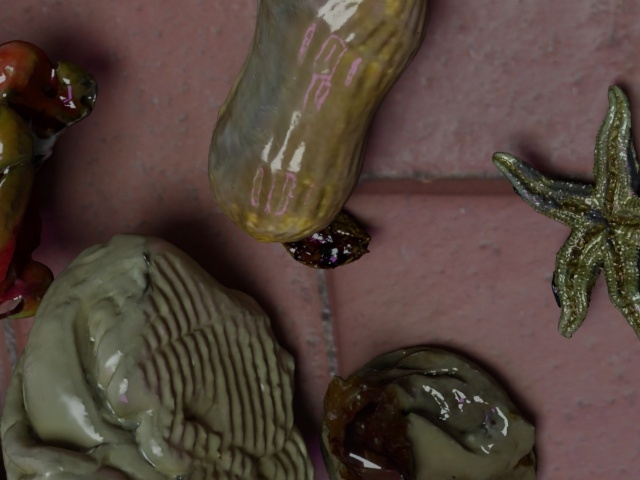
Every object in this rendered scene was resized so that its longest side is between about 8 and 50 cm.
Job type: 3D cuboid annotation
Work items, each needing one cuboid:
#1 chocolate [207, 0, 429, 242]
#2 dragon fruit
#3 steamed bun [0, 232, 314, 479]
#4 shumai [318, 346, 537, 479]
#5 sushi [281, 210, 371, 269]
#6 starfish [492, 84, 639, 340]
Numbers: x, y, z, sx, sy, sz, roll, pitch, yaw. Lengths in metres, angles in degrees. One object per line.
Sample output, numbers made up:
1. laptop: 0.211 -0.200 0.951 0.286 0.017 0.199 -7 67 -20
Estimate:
1. chocolate: -0.003 -0.133 1.360 0.134 0.134 0.309 31 121 8
2. dragon fruit: -0.333 -0.035 1.483 0.243 0.227 0.307 17 110 14
3. steamed bun: -0.150 0.168 1.484 0.206 0.275 0.320 -14 69 39
4. shumai: 0.076 0.186 1.467 0.201 0.120 0.201 7 111 20
5. sushi: 0.000 0.000 1.461 0.099 0.047 0.050 6 116 24
6. starfish: 0.235 -0.015 1.351 0.176 0.053 0.208 -8 105 31
